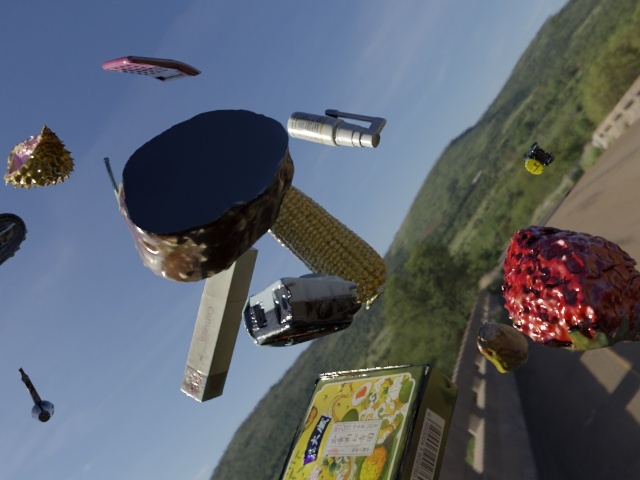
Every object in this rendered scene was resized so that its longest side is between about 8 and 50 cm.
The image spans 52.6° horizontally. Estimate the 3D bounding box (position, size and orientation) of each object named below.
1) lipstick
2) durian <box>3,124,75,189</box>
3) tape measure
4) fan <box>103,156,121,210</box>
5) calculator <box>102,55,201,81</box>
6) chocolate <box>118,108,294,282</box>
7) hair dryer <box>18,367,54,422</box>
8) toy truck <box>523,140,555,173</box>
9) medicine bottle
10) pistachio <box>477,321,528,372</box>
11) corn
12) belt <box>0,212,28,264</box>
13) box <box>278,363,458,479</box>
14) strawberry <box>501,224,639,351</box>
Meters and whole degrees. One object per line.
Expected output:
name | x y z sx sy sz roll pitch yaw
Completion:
lipstick | -0.234 0.185 1.493 0.080 0.076 0.371 -4 -68 -57
durian | -0.666 -0.187 1.526 0.182 0.132 0.165 -16 -4 12
tape measure | -0.035 0.116 1.079 0.182 0.107 0.181 -1 -17 -43
fan | -0.535 -0.153 1.679 0.016 0.193 0.038 -11 -39 -24
calculator | -0.376 -0.386 1.445 0.190 0.126 0.034 -2 -84 -47
chocolate | -0.198 -0.063 1.148 0.340 0.225 0.210 -43 -24 -34
hair dryer | -0.394 0.213 0.889 0.031 0.083 0.079 -31 5 -25
toy truck | 0.462 -0.174 1.378 0.054 0.049 0.083 -57 -3 22
medicine bottle | 0.037 -0.252 1.434 0.092 0.220 0.061 -59 -35 -20
pistachio | 0.351 0.201 1.201 0.173 0.049 0.089 19 -110 -41
corn | 0.000 0.000 1.519 0.144 0.387 0.144 -47 -3 -3
belt | -0.902 0.022 1.754 0.218 0.122 0.128 -53 17 -30
box | 0.105 0.504 1.567 0.420 0.138 0.373 -20 40 47
strawberry | 0.326 0.032 0.852 0.190 0.236 0.111 -15 -54 -6
